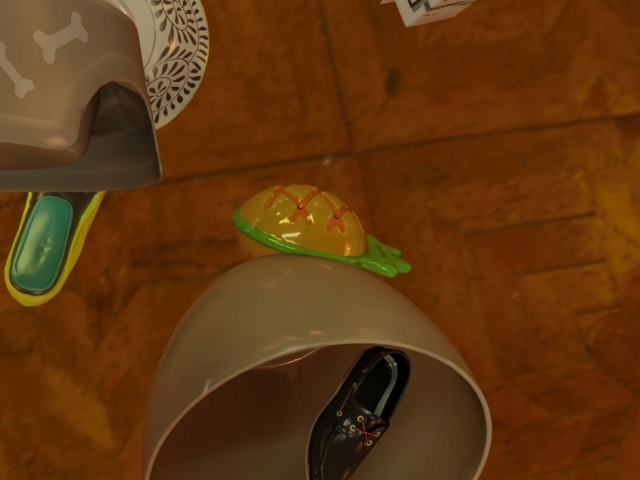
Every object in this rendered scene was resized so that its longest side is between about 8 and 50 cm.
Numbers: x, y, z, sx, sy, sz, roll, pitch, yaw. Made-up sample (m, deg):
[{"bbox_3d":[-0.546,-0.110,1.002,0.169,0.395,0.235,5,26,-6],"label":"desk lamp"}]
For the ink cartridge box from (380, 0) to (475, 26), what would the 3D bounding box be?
[{"bbox_3d":[0.084,-0.172,1.151,0.048,0.083,0.028,-17,81,-36],"label":"ink cartridge box"}]

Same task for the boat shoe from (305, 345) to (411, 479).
[{"bbox_3d":[0.029,0.142,1.339,0.049,0.042,0.133,40,65,-24],"label":"boat shoe"}]

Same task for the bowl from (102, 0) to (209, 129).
[{"bbox_3d":[-0.186,-0.172,1.438,0.170,0.080,0.170,0,91,10],"label":"bowl"}]

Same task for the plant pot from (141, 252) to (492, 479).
[{"bbox_3d":[-0.020,0.121,1.399,0.284,0.284,0.191,1,40,-18],"label":"plant pot"}]

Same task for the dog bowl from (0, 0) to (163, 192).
[{"bbox_3d":[-0.269,-0.097,1.043,0.348,0.349,0.102,3,86,-17],"label":"dog bowl"}]

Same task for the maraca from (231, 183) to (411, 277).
[{"bbox_3d":[0.000,0.000,1.672,0.185,0.127,0.099,14,109,-17],"label":"maraca"}]

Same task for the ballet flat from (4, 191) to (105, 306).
[{"bbox_3d":[-0.248,-0.039,1.632,0.077,0.077,0.231,18,70,2],"label":"ballet flat"}]
